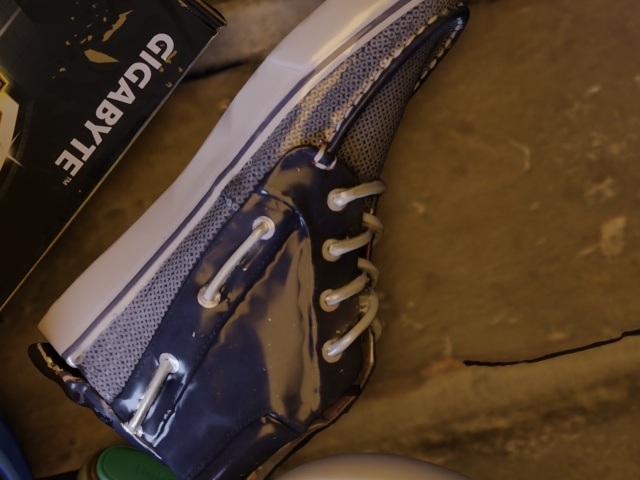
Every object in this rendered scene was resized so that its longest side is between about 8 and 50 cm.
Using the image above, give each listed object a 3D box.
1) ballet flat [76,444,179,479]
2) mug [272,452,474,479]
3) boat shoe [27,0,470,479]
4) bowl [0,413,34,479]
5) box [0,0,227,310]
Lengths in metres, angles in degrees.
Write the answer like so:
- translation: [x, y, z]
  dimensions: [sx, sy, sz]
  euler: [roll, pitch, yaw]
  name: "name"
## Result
- translation: [-0.044, 0.180, 1.126]
  dimensions: [0.213, 0.072, 0.068]
  euler: [16, 121, 5]
  name: "ballet flat"
- translation: [0.002, 0.287, 1.005]
  dimensions: [0.328, 0.276, 0.374]
  euler: [29, 106, 9]
  name: "mug"
- translation: [0.000, 0.000, 1.072]
  dimensions: [0.158, 0.127, 0.340]
  euler: [46, 104, 14]
  name: "boat shoe"
- translation: [-0.329, 0.218, 1.035]
  dimensions: [0.391, 0.077, 0.391]
  euler: [-8, 109, -25]
  name: "bowl"
- translation: [-0.252, -0.081, 1.085]
  dimensions: [0.257, 0.079, 0.322]
  euler: [38, 95, -15]
  name: "box"
